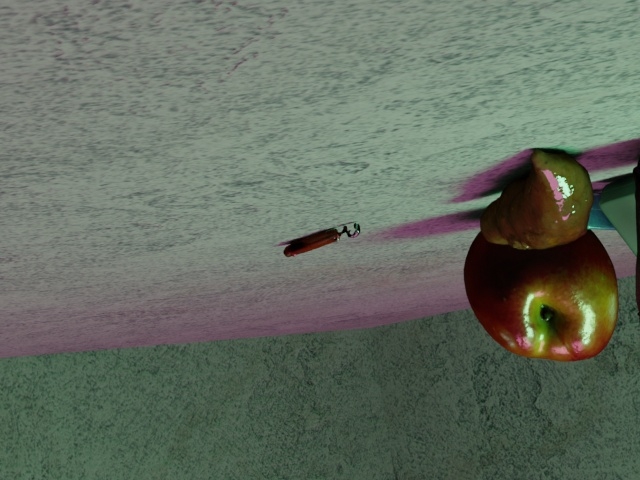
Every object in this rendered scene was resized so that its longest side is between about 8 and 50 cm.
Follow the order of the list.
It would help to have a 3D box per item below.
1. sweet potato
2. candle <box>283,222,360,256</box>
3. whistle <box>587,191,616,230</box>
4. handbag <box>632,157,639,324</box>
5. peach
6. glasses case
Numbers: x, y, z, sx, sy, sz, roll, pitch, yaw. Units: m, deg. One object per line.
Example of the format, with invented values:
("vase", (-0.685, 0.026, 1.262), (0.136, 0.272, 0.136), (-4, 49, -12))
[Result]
("sweet potato", (0.262, -0.034, 1.790), (0.106, 0.095, 0.354), (32, 169, 3))
("candle", (-0.001, 0.001, 2.065), (0.026, 0.021, 0.167), (-5, 173, -35))
("whistle", (0.445, -0.040, 2.073), (0.158, 0.090, 0.090), (2, 169, -24))
("handbag", (0.453, 0.003, 1.763), (0.190, 0.251, 0.193), (-4, -174, -2))
("peach", (0.318, 0.061, 2.131), (0.243, 0.243, 0.199), (0, 135, -54))
("glasses case", (0.450, -0.008, 2.012), (0.078, 0.184, 0.039), (-18, -147, 40))
